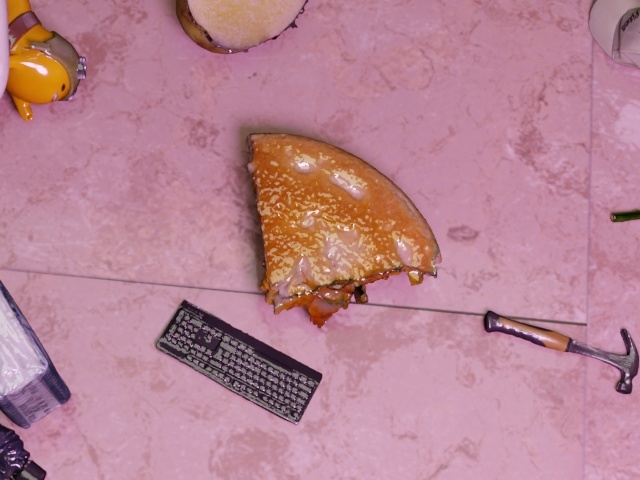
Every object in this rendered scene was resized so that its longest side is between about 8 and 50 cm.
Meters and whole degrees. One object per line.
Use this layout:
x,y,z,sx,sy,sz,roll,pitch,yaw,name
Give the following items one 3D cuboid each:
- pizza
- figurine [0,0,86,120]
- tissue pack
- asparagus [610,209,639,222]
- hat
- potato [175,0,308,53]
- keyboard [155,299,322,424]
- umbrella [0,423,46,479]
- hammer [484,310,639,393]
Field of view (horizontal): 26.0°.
0.000,0.000,1.689,0.289,0.081,0.229,31,67,4,pizza
-0.368,-0.258,1.712,0.141,0.166,0.250,2,59,-29,figurine
-0.363,0.103,1.531,0.081,0.257,0.185,-32,81,-12,tissue pack
0.453,-0.033,1.782,0.163,0.016,0.016,-1,48,-6,asparagus
0.438,-0.274,1.823,0.122,0.081,0.166,-26,68,-15,hat
-0.103,-0.321,1.774,0.164,0.081,0.200,49,68,-16,potato
-0.097,0.146,1.673,0.196,0.015,0.074,29,73,2,keyboard
-0.405,0.208,1.600,0.224,0.080,0.071,39,39,2,umbrella
0.299,0.124,1.717,0.201,0.021,0.078,19,73,-1,hammer
